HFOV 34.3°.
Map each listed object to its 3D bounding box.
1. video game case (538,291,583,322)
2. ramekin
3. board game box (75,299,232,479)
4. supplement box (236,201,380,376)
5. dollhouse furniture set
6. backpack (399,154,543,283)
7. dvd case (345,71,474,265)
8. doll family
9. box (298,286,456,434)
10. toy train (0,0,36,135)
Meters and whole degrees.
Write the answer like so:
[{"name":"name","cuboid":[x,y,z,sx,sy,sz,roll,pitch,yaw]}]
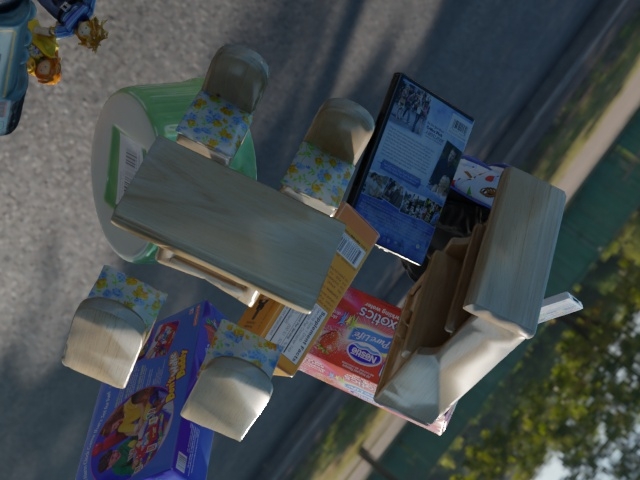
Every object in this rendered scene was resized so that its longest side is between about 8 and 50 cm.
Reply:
[{"name":"video game case","cuboid":[0.299,0.094,1.384,0.087,0.011,0.122,-21,163,18]},{"name":"ramekin","cuboid":[-0.240,-0.103,1.613,0.148,0.303,0.303,-5,138,-35]},{"name":"board game box","cuboid":[-0.283,0.289,1.761,0.233,0.078,0.347,-25,-142,28]},{"name":"supplement box","cuboid":[-0.021,0.062,1.345,0.233,0.080,0.078,-55,-155,-21]},{"name":"dollhouse furniture set","cuboid":[0.000,0.000,1.042,0.256,0.394,0.362,121,-8,-54]},{"name":"backpack","cuboid":[0.257,-0.019,1.735,0.213,0.263,0.276,-30,140,-40]},{"name":"dvd case","cuboid":[0.134,-0.106,1.585,0.180,0.022,0.253,24,84,-39]},{"name":"doll family","cuboid":[-0.400,-0.328,1.533,0.263,0.163,0.118,-44,164,11]},{"name":"box","cuboid":[0.097,0.177,1.585,0.128,0.257,0.122,-62,166,-21]},{"name":"toy train","cuboid":[-0.416,-0.222,1.148,0.190,0.142,0.334,-7,157,-25]}]
